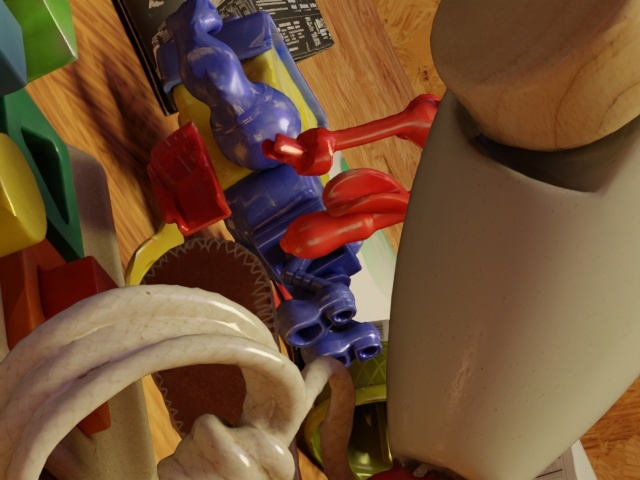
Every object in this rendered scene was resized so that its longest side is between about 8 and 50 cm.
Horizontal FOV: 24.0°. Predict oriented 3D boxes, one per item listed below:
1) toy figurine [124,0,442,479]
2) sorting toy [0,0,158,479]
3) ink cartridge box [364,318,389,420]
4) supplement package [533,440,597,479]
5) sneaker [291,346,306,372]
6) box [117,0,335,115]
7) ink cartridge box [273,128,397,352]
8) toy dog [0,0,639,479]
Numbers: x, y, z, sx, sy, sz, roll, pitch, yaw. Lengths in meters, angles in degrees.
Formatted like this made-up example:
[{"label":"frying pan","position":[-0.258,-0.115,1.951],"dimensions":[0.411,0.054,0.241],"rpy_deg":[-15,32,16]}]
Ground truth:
[{"label":"toy figurine","position":[0.010,-0.033,0.804],"dimensions":[0.362,0.191,0.217],"rpy_deg":[53,12,-56]},{"label":"sorting toy","position":[-0.108,-0.019,0.520],"dimensions":[0.196,0.047,0.347],"rpy_deg":[54,17,-51]},{"label":"ink cartridge box","position":[0.040,0.115,0.958],"dimensions":[0.063,0.029,0.115],"rpy_deg":[-88,169,-67]},{"label":"supplement package","position":[0.122,0.222,0.925],"dimensions":[0.244,0.134,0.139],"rpy_deg":[-56,122,-78]},{"label":"sneaker","position":[-0.001,0.051,0.926],"dimensions":[0.037,0.032,0.083],"rpy_deg":[42,40,-52]},{"label":"box","position":[-0.086,-0.218,0.995],"dimensions":[0.307,0.076,0.242],"rpy_deg":[-58,124,-78]},{"label":"ink cartridge box","position":[0.000,0.000,1.029],"dimensions":[0.181,0.056,0.224],"rpy_deg":[62,10,-21]},{"label":"toy dog","position":[0.031,0.028,0.521],"dimensions":[0.161,0.334,0.220],"rpy_deg":[26,-32,57]}]
